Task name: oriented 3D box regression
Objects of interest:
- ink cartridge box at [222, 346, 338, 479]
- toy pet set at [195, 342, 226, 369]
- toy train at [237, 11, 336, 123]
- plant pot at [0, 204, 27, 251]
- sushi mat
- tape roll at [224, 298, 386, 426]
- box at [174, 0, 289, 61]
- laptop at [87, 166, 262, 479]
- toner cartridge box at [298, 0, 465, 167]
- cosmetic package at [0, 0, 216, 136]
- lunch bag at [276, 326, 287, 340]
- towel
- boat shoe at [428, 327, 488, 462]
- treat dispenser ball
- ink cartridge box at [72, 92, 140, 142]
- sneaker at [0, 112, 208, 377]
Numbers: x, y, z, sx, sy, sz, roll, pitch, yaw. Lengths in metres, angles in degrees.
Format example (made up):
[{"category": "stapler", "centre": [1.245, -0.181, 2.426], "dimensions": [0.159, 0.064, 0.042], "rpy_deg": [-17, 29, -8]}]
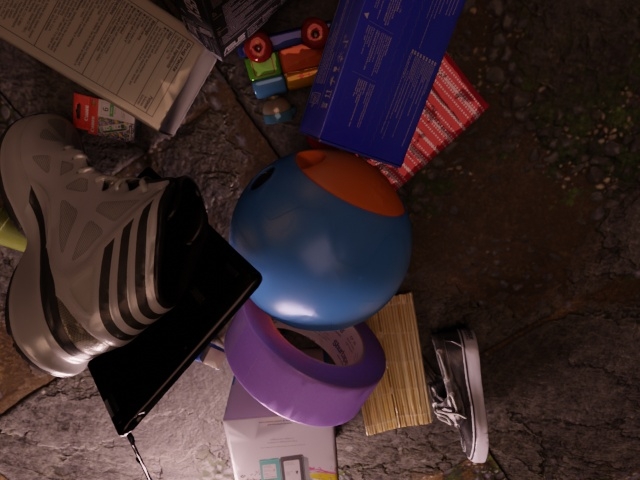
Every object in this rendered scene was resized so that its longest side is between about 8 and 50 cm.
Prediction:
[{"category": "ink cartridge box", "centre": [-0.068, 0.395, 0.851], "dimensions": [0.197, 0.198, 0.270], "rpy_deg": [-5, 111, -1]}, {"category": "toy pet set", "centre": [-0.202, 0.212, 0.867], "dimensions": [0.122, 0.065, 0.114], "rpy_deg": [33, 74, -22]}, {"category": "toy train", "centre": [0.004, -0.282, 0.669], "dimensions": [0.248, 0.105, 0.143], "rpy_deg": [-12, 120, 3]}, {"category": "plant pot", "centre": [-0.557, -0.015, 0.760], "dimensions": [0.079, 0.083, 0.083], "rpy_deg": [34, 106, -24]}, {"category": "sushi mat", "centre": [0.145, 0.267, 0.886], "dimensions": [0.152, 0.019, 0.316], "rpy_deg": [-11, 102, 4]}, {"category": "tape roll", "centre": [-0.025, 0.186, 0.735], "dimensions": [0.275, 0.275, 0.090], "rpy_deg": [26, 110, -10]}, {"category": "box", "centre": [-0.056, -0.400, 0.492], "dimensions": [0.076, 0.242, 0.307], "rpy_deg": [44, 82, 5]}, {"category": "laptop", "centre": [-0.283, 0.155, 0.712], "dimensions": [0.408, 0.382, 0.236], "rpy_deg": [-49, 143, -5]}, {"category": "toner cartridge box", "centre": [0.103, -0.298, 0.608], "dimensions": [0.165, 0.075, 0.347], "rpy_deg": [11, 107, -34]}, {"category": "cosmetic package", "centre": [-0.335, -0.309, 0.624], "dimensions": [0.309, 0.113, 0.160], "rpy_deg": [32, 93, -13]}, {"category": "lunch bag", "centre": [-0.109, 0.211, 0.828], "dimensions": [0.065, 0.067, 0.098], "rpy_deg": [39, 67, 23]}, {"category": "towel", "centre": [0.133, -0.210, 0.730], "dimensions": [0.275, 0.031, 0.199], "rpy_deg": [-42, 106, 12]}, {"category": "boat shoe", "centre": [0.291, 0.337, 0.887], "dimensions": [0.105, 0.113, 0.306], "rpy_deg": [-8, 107, 8]}, {"category": "treat dispenser ball", "centre": [0.000, 0.000, 0.664], "dimensions": [0.288, 0.288, 0.288], "rpy_deg": [0, 110, -1]}, {"category": "ink cartridge box", "centre": [-0.374, -0.212, 0.715], "dimensions": [0.115, 0.029, 0.062], "rpy_deg": [11, 108, -6]}, {"category": "sneaker", "centre": [-0.302, -0.057, 0.616], "dimensions": [0.258, 0.447, 0.169], "rpy_deg": [-27, 152, 1]}]
